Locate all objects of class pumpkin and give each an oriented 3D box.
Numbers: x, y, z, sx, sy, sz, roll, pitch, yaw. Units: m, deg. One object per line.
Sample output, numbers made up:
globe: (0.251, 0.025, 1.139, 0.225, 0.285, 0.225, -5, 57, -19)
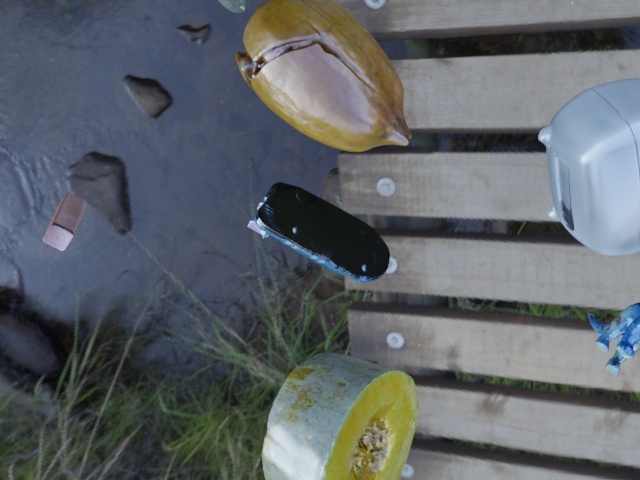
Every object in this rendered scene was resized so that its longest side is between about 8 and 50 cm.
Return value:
pumpkin: (0.025, 0.379, 1.342, 0.199, 0.332, 0.332, 11, 112, 34)

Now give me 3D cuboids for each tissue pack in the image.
tissue pack: (0.582, -0.135, 1.411, 0.236, 0.229, 0.333, -20, 128, 2)

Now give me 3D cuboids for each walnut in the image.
walnut: (0.015, -0.264, 1.155, 0.336, 0.209, 0.209, 39, 116, 5)

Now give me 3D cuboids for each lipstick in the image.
lipstick: (-0.473, -0.037, 1.311, 0.045, 0.145, 0.045, 29, 110, -21)

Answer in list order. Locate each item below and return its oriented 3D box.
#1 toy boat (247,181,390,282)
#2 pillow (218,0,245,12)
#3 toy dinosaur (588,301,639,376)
toy boat: (0.000, 0.000, 1.492, 0.299, 0.134, 0.092, 30, 142, -8)
pillow: (-0.155, -0.398, 0.954, 0.051, 0.241, 0.093, -41, 74, -6)
toy dinosaur: (0.442, 0.125, 0.970, 0.076, 0.144, 0.329, 41, 157, -1)
